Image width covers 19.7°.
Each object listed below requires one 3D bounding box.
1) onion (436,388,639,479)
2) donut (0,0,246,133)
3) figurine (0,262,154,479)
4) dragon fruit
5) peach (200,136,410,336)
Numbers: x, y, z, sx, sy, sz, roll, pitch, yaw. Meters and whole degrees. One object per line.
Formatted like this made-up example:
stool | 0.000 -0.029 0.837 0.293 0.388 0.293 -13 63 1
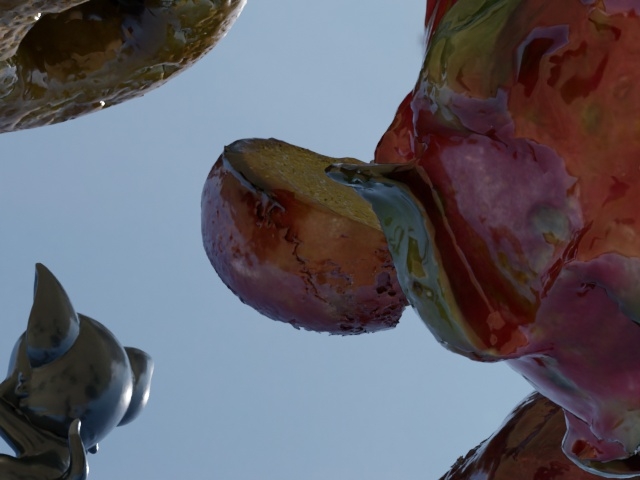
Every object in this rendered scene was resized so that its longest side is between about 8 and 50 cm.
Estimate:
onion | 0.182 0.198 1.384 0.161 0.248 0.248 36 -144 -7
donut | -0.142 -0.146 0.976 0.227 0.226 0.113 -18 -109 -23
figurine | -0.253 0.164 1.681 0.140 0.193 0.265 -29 -146 20
dragon fruit | 0.146 -0.047 0.721 0.237 0.302 0.231 -2 -166 24
peach | -0.001 0.006 1.084 0.127 0.092 0.172 6 -156 -38
